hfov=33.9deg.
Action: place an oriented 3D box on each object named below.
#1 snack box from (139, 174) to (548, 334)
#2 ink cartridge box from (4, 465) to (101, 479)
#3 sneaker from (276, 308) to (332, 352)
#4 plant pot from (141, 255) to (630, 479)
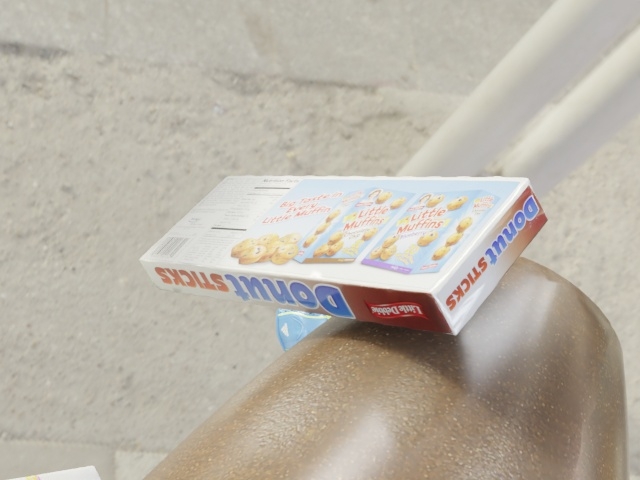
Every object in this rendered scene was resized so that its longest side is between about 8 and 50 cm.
[{"bbox_3d":[0.000,0.000,0.423,0.064,0.178,0.022,-46,121,-30],"label":"snack box"},{"bbox_3d":[-0.466,0.424,1.449,0.119,0.207,0.353,61,19,18],"label":"ink cartridge box"},{"bbox_3d":[0.038,0.081,0.902,0.126,0.240,0.091,-8,84,-24],"label":"sneaker"},{"bbox_3d":[0.031,0.118,0.413,0.215,0.215,0.230,37,55,-4],"label":"plant pot"}]
